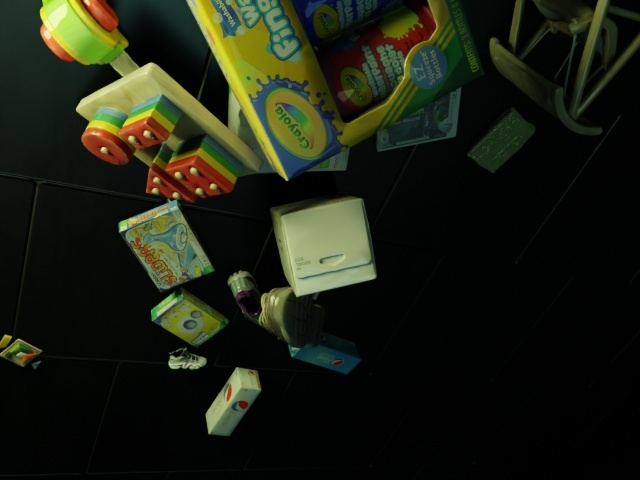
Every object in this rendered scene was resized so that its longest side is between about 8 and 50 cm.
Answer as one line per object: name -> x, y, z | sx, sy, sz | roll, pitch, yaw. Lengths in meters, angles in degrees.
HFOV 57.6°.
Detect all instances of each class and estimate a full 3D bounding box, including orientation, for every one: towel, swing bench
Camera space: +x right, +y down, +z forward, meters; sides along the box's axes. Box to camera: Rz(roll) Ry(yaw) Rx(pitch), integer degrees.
towel -> 0.423, -0.234, 1.367 | 0.110, 0.027, 0.148 | 27, 116, -34
swing bench -> 0.463, -0.375, 1.116 | 0.165, 0.253, 0.255 | 4, 125, -22

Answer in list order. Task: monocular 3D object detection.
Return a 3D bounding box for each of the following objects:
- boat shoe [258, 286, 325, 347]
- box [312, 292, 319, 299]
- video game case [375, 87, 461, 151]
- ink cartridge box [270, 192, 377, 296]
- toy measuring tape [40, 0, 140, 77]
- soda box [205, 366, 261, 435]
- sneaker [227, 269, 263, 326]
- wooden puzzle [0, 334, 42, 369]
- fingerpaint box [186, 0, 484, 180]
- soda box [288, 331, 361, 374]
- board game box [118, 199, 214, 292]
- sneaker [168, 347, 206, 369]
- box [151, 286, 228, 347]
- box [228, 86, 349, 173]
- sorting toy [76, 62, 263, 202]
boat shoe -> -0.084, 0.183, 1.365 | 0.130, 0.133, 0.355 | 9, 163, 13
box -> -0.013, 0.065, 1.434 | 0.054, 0.059, 0.169 | 9, 124, -22
video game case -> 0.211, -0.286, 1.253 | 0.190, 0.022, 0.173 | -12, 130, -10
ink cartridge box -> 0.000, 0.000, 1.238 | 0.171, 0.232, 0.168 | -13, 100, -9
toy measuring tape -> -0.354, -0.307, 0.975 | 0.121, 0.121, 0.330 | -33, 131, 9
soda box -> -0.250, 0.463, 1.663 | 0.069, 0.074, 0.216 | 17, 120, -30
sneaker -> -0.160, 0.177, 1.447 | 0.083, 0.098, 0.224 | -29, 131, 5
wooden puzzle -> -0.713, 0.269, 1.382 | 0.078, 0.014, 0.116 | -41, 130, 15
fingerpaint box -> -0.003, -0.378, 0.890 | 0.371, 0.163, 0.445 | -29, 113, -7
soda box -> 0.011, 0.307, 1.634 | 0.210, 0.067, 0.071 | 26, 116, -34
board game box -> -0.338, 0.016, 1.296 | 0.136, 0.035, 0.201 | -23, 132, -1
sneaker -> -0.346, 0.304, 1.524 | 0.098, 0.038, 0.069 | -3, 129, -18
box -> -0.319, 0.199, 1.448 | 0.105, 0.043, 0.179 | -37, 132, 12
box -> -0.055, -0.267, 1.105 | 0.231, 0.127, 0.262 | -4, 129, -15
sorting toy -> -0.282, -0.161, 1.034 | 0.255, 0.090, 0.257 | -5, 145, 44
